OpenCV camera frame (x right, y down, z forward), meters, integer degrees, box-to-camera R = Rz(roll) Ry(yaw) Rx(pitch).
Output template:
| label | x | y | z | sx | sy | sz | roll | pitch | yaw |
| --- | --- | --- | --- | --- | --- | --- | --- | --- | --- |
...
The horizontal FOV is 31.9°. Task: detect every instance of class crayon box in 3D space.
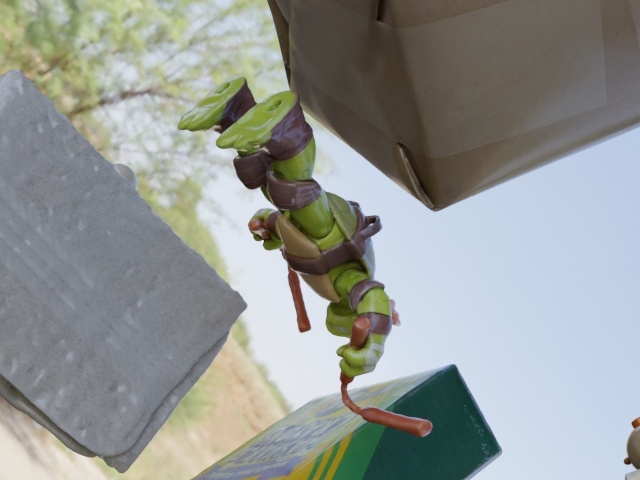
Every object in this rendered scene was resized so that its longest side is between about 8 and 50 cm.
| label | x | y | z | sx | sy | sz | roll | pitch | yaw |
| --- | --- | --- | --- | --- | --- | --- | --- | --- | --- |
| crayon box | -0.050 | 0.209 | 0.803 | 0.203 | 0.323 | 0.083 | -25 | -86 | 56 |

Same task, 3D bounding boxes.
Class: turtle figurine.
| label | x | y | z | sx | sy | sz | roll | pitch | yaw |
| --- | --- | --- | --- | --- | --- | --- | --- | --- | --- |
| turtle figurine | 0.000 | 0.000 | 0.753 | 0.217 | 0.087 | 0.269 | 61 | -4 | -30 |

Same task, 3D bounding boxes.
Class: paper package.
| label | x | y | z | sx | sy | sz | roll | pitch | yaw |
| --- | --- | --- | --- | --- | --- | --- | --- | --- | --- |
| paper package | 0.149 | -0.194 | 0.866 | 0.309 | 0.325 | 0.168 | 45 | -26 | 59 |

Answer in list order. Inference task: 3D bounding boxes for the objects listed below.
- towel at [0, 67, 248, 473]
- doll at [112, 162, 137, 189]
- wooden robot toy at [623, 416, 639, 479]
| label | x | y | z | sx | sy | sz | roll | pitch | yaw |
| --- | --- | --- | --- | --- | --- | --- | --- | --- | --- |
| towel | -0.199 | 0.027 | 0.857 | 0.282 | 0.187 | 0.049 | 48 | -30 | -19 |
| doll | -0.268 | -0.041 | 1.080 | 0.046 | 0.189 | 0.129 | -27 | 105 | -80 |
| wooden robot toy | 0.204 | 0.149 | 0.697 | 0.173 | 0.076 | 0.079 | 30 | 37 | -56 |
